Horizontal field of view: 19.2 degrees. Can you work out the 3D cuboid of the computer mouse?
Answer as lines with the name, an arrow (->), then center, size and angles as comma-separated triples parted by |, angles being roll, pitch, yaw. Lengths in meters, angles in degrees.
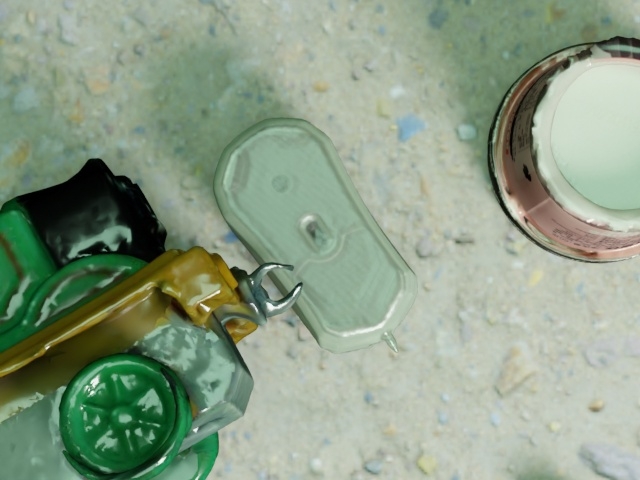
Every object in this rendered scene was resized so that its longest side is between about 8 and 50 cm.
computer mouse -> 0.000, 0.000, 1.277 | 0.089, 0.056, 0.182 | -36, 97, -1

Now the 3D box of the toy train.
toy train -> -0.222, 0.092, 1.220 | 0.429, 0.178, 0.249 | -30, 77, -2

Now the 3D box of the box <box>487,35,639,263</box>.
box -> 0.189, -0.063, 1.244 | 0.151, 0.135, 0.151 | 0, 86, 1
